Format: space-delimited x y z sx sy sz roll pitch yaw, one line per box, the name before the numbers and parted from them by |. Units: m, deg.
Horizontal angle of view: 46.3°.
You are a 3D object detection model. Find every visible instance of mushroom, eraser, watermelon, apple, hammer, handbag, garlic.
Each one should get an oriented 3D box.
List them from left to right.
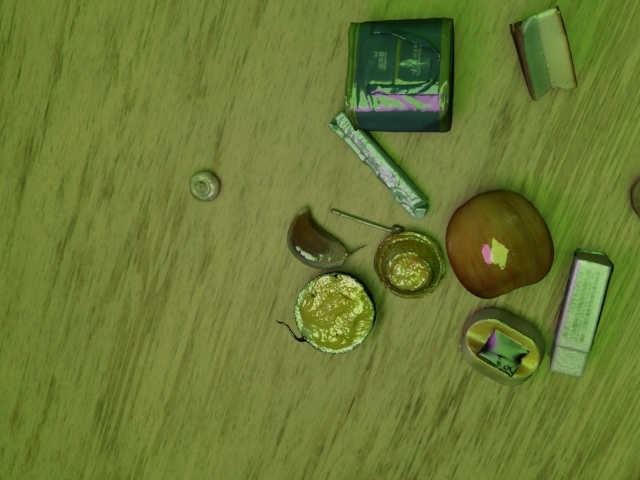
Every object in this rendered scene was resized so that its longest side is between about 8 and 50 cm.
mushroom | -0.308 -0.142 1.980 0.083 0.067 0.083 4 101 19
garlic | 0.003 0.012 1.937 0.198 0.090 0.128 33 95 9
watermelon | 0.038 0.183 1.940 0.204 0.127 0.232 40 106 2
hammer | 0.115 -0.038 1.934 0.195 0.028 0.060 20 112 11
handbag | 0.187 -0.380 1.729 0.241 0.222 0.263 0 84 10
apple | 0.416 0.007 1.777 0.242 0.242 0.241 -23 84 16
eraser | 0.624 0.172 1.806 0.086 0.130 0.287 12 105 12

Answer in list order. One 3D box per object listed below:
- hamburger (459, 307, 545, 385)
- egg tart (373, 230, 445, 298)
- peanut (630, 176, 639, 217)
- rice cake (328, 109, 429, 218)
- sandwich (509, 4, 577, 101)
hamburger | 0.454 0.266 1.878 0.210 0.116 0.173 27 98 10
egg tart | 0.223 0.068 1.892 0.191 0.074 0.191 4 112 10
peanut | 0.831 -0.023 1.716 0.149 0.149 0.313 -33 91 17
rice cake | 0.152 -0.189 1.867 0.336 0.066 0.063 47 116 0
sandwich | 0.497 -0.411 1.659 0.108 0.220 0.186 -18 97 14
